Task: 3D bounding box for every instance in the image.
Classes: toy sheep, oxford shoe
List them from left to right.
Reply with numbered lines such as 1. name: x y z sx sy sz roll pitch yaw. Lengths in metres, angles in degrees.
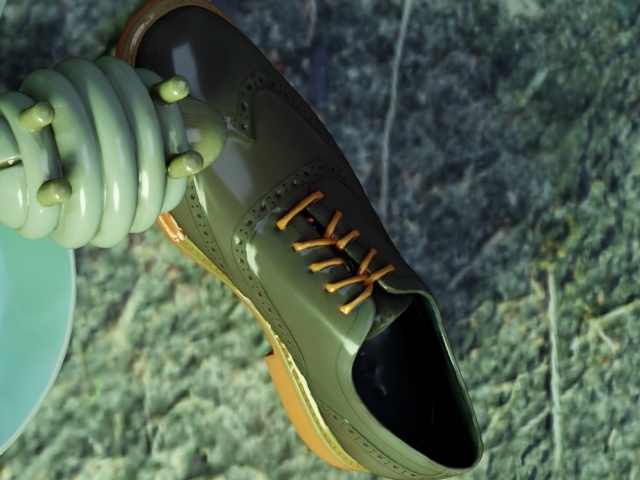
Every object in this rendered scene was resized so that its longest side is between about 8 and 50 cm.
1. toy sheep: -0.101 -0.037 0.836 0.132 0.091 0.091 -8 100 -24
2. oxford shoe: 0.000 0.000 0.926 0.097 0.098 0.271 -43 116 -22

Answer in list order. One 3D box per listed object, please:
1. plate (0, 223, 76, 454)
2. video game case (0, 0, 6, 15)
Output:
1. plate: -0.193 0.023 0.847 0.188 0.024 0.188 -5 99 -33
2. video game case: -0.242 -0.159 0.760 0.285 0.025 0.204 31 62 -32
